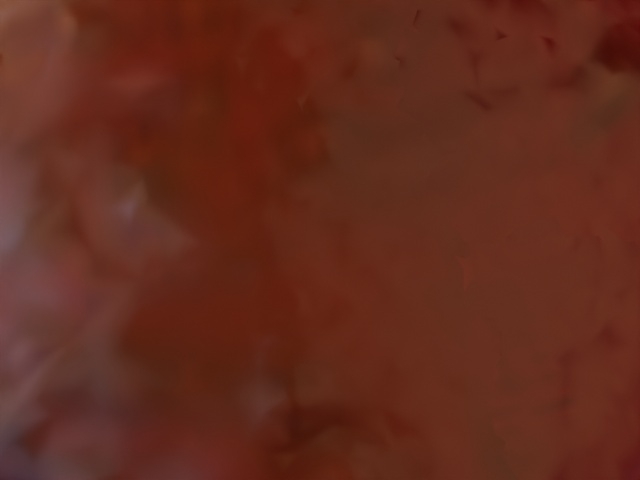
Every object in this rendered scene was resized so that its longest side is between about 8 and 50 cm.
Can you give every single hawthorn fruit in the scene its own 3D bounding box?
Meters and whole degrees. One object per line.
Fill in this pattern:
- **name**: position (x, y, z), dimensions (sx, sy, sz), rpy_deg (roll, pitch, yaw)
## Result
- **hawthorn fruit**: position (0.000, 0.000, 0.455), dimensions (0.265, 0.307, 0.265), rpy_deg (23, 5, -2)
